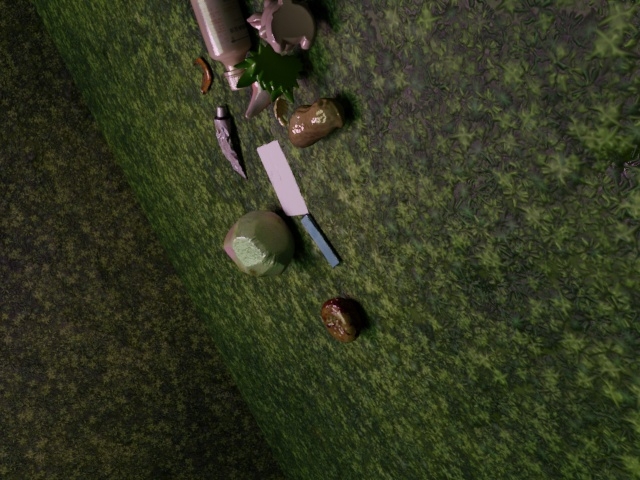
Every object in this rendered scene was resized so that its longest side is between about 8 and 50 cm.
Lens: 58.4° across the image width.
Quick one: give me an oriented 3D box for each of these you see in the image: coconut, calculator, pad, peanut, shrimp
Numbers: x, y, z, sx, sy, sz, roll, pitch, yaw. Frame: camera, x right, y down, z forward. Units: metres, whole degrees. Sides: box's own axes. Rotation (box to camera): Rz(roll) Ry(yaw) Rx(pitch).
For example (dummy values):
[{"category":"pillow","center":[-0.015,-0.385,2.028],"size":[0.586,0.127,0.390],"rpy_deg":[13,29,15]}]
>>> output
[{"category":"coconut","center":[-0.194,0.014,1.813],"size":[0.236,0.235,0.205],"rpy_deg":[135,138,-63]},{"category":"calculator","center":[0.000,0.000,1.654],"size":[0.172,0.018,0.057],"rpy_deg":[56,155,9]},{"category":"pad","center":[-0.113,-0.179,1.691],"size":[0.156,0.004,0.232],"rpy_deg":[0,116,61]},{"category":"peanut","center":[-0.014,-0.269,1.322],"size":[0.214,0.099,0.100],"rpy_deg":[-1,116,61]},{"category":"shrimp","center":[-0.368,-0.509,1.786],"size":[0.091,0.025,0.127],"rpy_deg":[52,148,18]}]

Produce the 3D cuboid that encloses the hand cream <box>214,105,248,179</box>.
[{"category":"hand cream","center":[-0.292,-0.311,1.832],"size":[0.084,0.050,0.257],"rpy_deg":[33,146,38]}]

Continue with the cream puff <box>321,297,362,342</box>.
[{"category":"cream puff","center":[0.071,0.231,1.691],"size":[0.149,0.084,0.149],"rpy_deg":[38,146,31]}]

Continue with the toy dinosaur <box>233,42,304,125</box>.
[{"category":"toy dinosaur","center":[-0.138,-0.373,1.334],"size":[0.177,0.152,0.194],"rpy_deg":[152,126,-66]}]

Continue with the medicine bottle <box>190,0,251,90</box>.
[{"category":"medicine bottle","center":[-0.236,-0.510,1.447],"size":[0.114,0.114,0.253],"rpy_deg":[19,132,54]}]

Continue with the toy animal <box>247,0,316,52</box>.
[{"category":"toy animal","center":[-0.079,-0.468,1.236],"size":[0.212,0.124,0.124],"rpy_deg":[-124,16,-62]}]
